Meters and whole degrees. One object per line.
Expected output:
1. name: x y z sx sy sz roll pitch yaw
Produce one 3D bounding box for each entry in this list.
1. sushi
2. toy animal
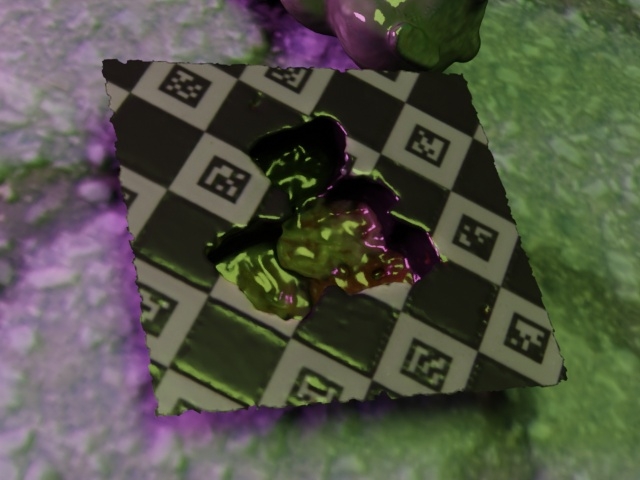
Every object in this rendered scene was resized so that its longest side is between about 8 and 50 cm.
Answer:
1. sushi: 0.000 0.000 0.635 0.231 0.047 0.219 -1 58 -21
2. toy animal: -0.006 -0.201 0.771 0.251 0.127 0.125 36 57 25
